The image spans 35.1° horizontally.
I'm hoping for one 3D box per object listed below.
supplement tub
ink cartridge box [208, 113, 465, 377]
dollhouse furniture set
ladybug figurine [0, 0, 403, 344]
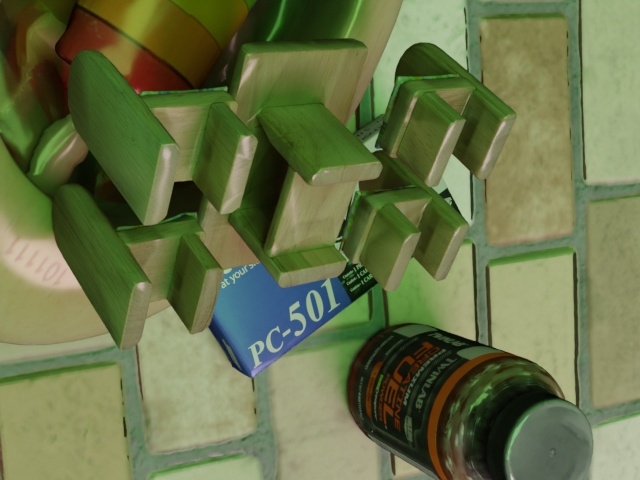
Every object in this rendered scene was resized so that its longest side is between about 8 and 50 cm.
[{"bbox_3d":[0.105,0.124,0.726,0.106,0.198,0.106,-2,96,-25],"label":"supplement tub"},{"bbox_3d":[0.000,0.000,0.748,0.207,0.046,0.097,-36,108,-17],"label":"ink cartridge box"},{"bbox_3d":[-0.024,-0.096,0.520,0.212,0.161,0.242,-10,134,-35],"label":"dollhouse furniture set"},{"bbox_3d":[-0.106,-0.156,0.601,0.305,0.162,0.449,41,79,-39],"label":"ladybug figurine"}]
